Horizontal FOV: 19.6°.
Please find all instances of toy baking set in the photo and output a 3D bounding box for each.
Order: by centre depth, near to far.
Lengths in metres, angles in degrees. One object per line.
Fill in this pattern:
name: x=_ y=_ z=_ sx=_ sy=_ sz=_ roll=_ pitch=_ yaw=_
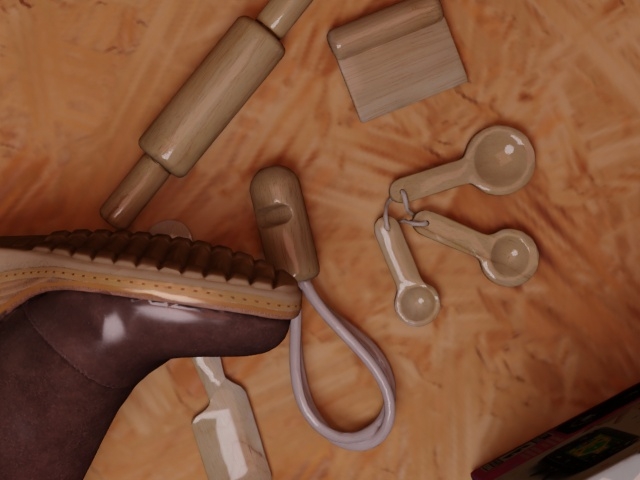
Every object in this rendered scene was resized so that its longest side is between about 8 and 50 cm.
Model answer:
toy baking set: x=-0.004 y=-0.006 z=0.917 sx=0.197 sy=0.030 sz=0.256 roll=43 pitch=88 yaw=-3

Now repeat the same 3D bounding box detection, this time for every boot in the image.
boot: x=-0.131 y=0.101 z=0.880 sx=0.248 sy=0.090 sz=0.206 roll=2 pitch=99 yaw=10

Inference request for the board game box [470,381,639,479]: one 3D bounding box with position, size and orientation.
board game box: x=0.231 y=0.083 z=0.836 sx=0.303 sy=0.224 sz=0.097 roll=-26 pitch=89 yaw=-3
